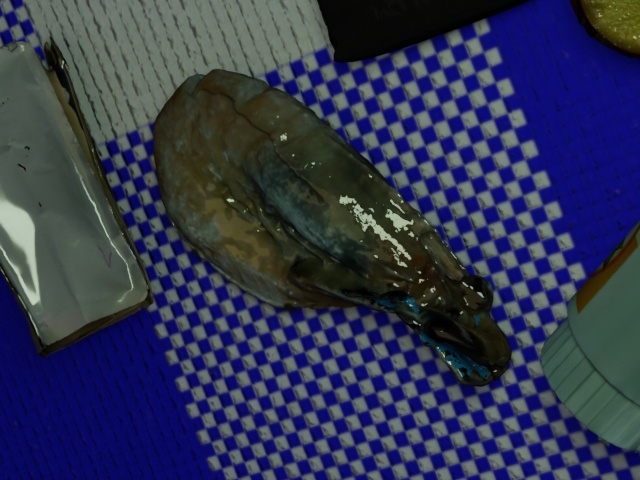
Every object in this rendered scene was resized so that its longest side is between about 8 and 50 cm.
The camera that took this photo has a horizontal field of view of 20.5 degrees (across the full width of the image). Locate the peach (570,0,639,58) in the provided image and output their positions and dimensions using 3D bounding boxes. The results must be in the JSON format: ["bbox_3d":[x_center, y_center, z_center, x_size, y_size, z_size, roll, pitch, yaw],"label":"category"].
[{"bbox_3d":[0.299,-0.222,1.532,0.172,0.092,0.127,24,119,9],"label":"peach"}]

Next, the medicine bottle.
[{"bbox_3d":[0.337,0.033,1.538,0.158,0.158,0.318,44,119,12],"label":"medicine bottle"}]

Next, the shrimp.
[{"bbox_3d":[0.000,0.000,1.754,0.446,0.110,0.221,37,123,20],"label":"shrimp"}]

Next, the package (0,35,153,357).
[{"bbox_3d":[-0.296,-0.047,1.892,0.165,0.221,0.311,-26,87,-8],"label":"package"}]

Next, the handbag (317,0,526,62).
[{"bbox_3d":[0.081,-0.298,1.637,0.247,0.080,0.223,-17,94,31],"label":"handbag"}]
